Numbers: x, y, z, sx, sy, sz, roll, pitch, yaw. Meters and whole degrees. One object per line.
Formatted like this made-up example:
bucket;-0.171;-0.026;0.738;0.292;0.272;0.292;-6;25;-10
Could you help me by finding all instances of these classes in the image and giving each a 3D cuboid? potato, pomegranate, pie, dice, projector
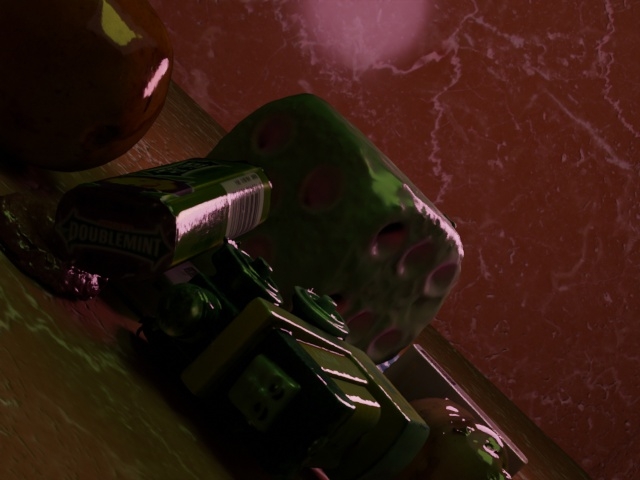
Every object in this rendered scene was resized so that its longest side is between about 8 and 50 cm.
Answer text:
potato;0.169;0.311;1.635;0.165;0.165;0.262;42;-5;-24
pomegranate;-0.311;-0.213;1.459;0.264;0.264;0.264;45;6;-6
pie;-0.282;0.003;1.241;0.153;0.038;0.153;44;9;-8
dice;0.000;0.000;1.804;0.330;0.318;0.322;49;8;37
projector;-0.206;0.034;1.428;0.115;0.061;0.147;47;6;3

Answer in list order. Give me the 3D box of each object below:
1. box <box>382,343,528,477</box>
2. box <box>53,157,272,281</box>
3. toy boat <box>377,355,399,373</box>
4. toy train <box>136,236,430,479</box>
box;0.173;0.293;1.792;0.243;0.155;0.067;45;8;13
box;-0.163;-0.031;1.337;0.134;0.097;0.345;8;11;12
toy boat;0.086;0.196;1.999;0.215;0.123;0.330;37;11;-43
toy train;-0.033;0.153;1.339;0.253;0.160;0.397;48;6;26
